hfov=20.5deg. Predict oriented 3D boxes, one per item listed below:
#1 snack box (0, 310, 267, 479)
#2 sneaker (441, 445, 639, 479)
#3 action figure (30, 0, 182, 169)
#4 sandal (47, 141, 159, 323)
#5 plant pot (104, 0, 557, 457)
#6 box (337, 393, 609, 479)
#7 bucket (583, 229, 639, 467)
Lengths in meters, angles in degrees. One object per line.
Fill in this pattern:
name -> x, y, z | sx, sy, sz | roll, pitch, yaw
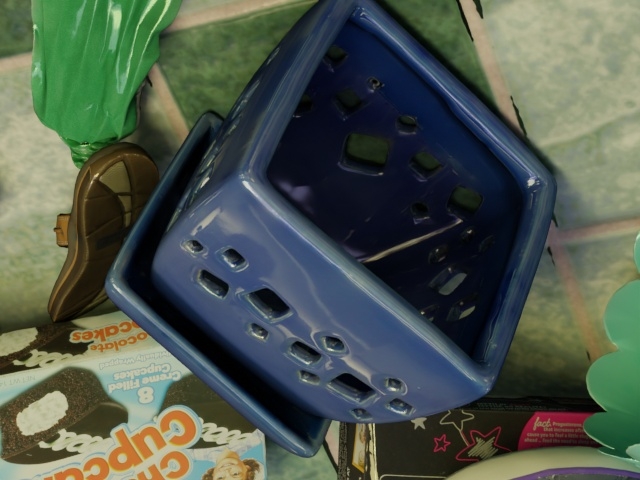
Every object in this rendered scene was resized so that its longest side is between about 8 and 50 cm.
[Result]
snack box -> -0.207, 0.155, 1.450 | 0.322, 0.060, 0.187 | -11, 128, -11
sneaker -> 0.232, 0.262, 1.167 | 0.323, 0.236, 0.130 | 10, 119, -13
action figure -> -0.162, -0.149, 1.284 | 0.137, 0.063, 0.232 | 14, 125, 1
sandal -> -0.178, -0.012, 1.382 | 0.060, 0.090, 0.219 | 53, 153, 24
plant pot -> 0.000, 0.000, 1.258 | 0.236, 0.236, 0.212 | 42, 132, -17
box -> 0.142, 0.202, 1.355 | 0.247, 0.142, 0.163 | 3, 90, -8
bucket -> 0.321, 0.058, 1.197 | 0.183, 0.281, 0.281 | 24, 129, -7
